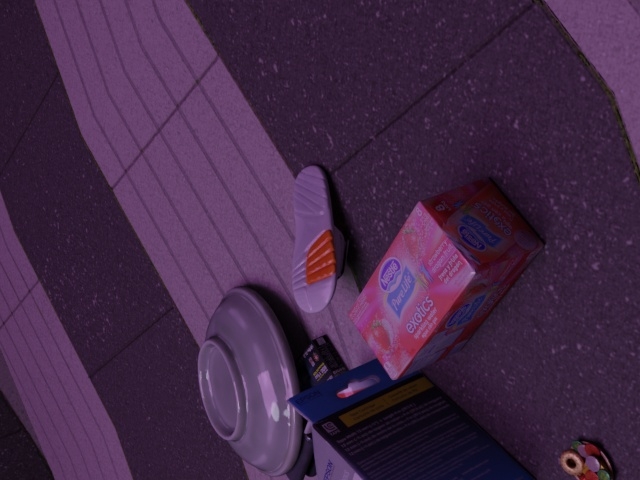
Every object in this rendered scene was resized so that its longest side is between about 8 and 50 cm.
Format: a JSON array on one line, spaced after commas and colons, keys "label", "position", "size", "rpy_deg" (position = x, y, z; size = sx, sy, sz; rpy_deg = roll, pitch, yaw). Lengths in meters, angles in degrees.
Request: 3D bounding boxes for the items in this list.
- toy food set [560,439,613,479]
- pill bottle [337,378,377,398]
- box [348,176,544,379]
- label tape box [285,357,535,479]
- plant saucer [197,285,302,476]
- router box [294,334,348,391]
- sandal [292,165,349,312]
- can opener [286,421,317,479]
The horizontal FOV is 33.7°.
[{"label": "toy food set", "position": [0.398, 0.335, 1.567], "size": [0.083, 0.020, 0.082], "rpy_deg": [53, 141, 24]}, {"label": "pill bottle", "position": [0.094, 0.333, 1.897], "size": [0.108, 0.108, 0.193], "rpy_deg": [-12, 96, 55]}, {"label": "box", "position": [0.182, 0.063, 1.615], "size": [0.142, 0.154, 0.300], "rpy_deg": [54, 142, 22]}, {"label": "label tape box", "position": [0.135, 0.359, 1.730], "size": [0.348, 0.249, 0.115], "rpy_deg": [40, 135, 36]}, {"label": "plant saucer", "position": [-0.168, 0.298, 2.176], "size": [0.400, 0.101, 0.400], "rpy_deg": [31, 126, 55]}, {"label": "router box", "position": [-0.002, 0.253, 2.048], "size": [0.092, 0.038, 0.122], "rpy_deg": [56, 142, 18]}, {"label": "sandal", "position": [0.008, -0.002, 1.897], "size": [0.102, 0.076, 0.265], "rpy_deg": [-8, 78, 40]}, {"label": "can opener", "position": [0.004, 0.397, 2.076], "size": [0.095, 0.076, 0.283], "rpy_deg": [48, 140, 30]}]
